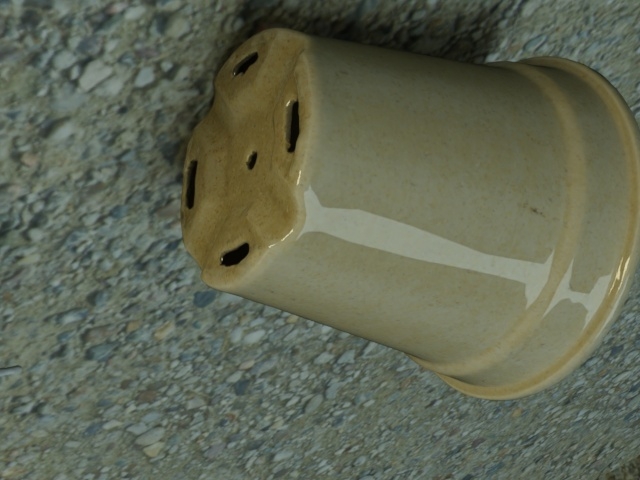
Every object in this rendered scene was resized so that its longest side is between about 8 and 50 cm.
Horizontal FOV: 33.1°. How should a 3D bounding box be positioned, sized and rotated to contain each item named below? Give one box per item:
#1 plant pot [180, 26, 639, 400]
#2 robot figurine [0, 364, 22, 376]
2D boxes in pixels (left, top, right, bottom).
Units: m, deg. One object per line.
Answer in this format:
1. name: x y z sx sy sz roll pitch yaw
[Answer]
1. plant pot: 0.058 -0.042 0.951 0.306 0.333 0.333 13 124 -31
2. robot figurine: -0.393 0.094 0.822 0.300 0.199 0.353 -37 144 12
